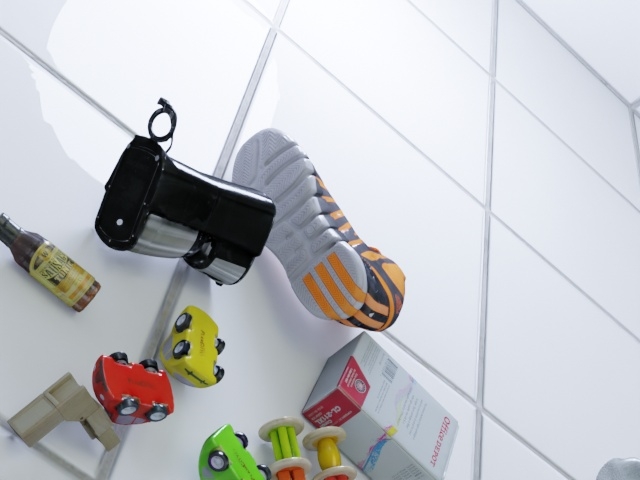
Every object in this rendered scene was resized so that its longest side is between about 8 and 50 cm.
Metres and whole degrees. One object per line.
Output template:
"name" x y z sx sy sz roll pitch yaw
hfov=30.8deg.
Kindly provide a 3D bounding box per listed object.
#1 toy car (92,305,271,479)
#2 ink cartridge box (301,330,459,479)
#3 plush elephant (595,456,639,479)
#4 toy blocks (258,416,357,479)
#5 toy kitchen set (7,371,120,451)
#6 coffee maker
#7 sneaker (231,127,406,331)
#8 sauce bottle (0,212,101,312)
"toy car" -0.130 0.193 1.205 0.225 0.053 0.239 56 24 1
"ink cartridge box" 0.077 0.219 1.429 0.175 0.072 0.127 45 31 -8
"plush elephant" 0.465 0.441 1.556 0.255 0.272 0.330 21 -13 19
"toy blocks" -0.005 0.277 1.284 0.123 0.054 0.148 20 43 -41
"toy kitchen set" -0.251 0.174 1.113 0.068 0.075 0.083 29 -29 45
"coffee maker" -0.142 -0.045 1.341 0.178 0.171 0.120 19 26 -43
"sneaker" 0.000 0.000 1.546 0.180 0.124 0.321 31 27 -55
"sauce bottle" -0.288 0.022 1.208 0.128 0.042 0.042 39 33 -15
